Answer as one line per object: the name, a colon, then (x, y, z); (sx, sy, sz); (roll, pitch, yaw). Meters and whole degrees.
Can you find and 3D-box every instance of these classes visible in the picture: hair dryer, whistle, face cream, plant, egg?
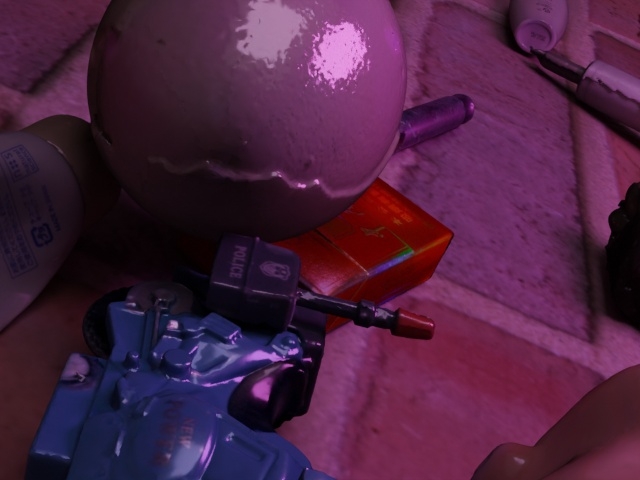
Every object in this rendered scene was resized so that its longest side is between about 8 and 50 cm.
hair dryer: (0.353, -0.121, 1.296); (0.357, 0.108, 0.173); (32, 22, 31)
whistle: (0.086, -0.101, 1.088); (0.033, 0.033, 0.176); (37, 30, 18)
face cream: (-0.190, -0.004, 0.662); (0.114, 0.070, 0.224); (63, 29, -11)
face cream: (0.256, -0.266, 1.475); (0.072, 0.051, 0.182); (20, 29, 1)
plant: (0.277, 0.009, 1.011); (0.094, 0.092, 0.143); (21, 36, 1)
egg: (-0.040, -0.084, 0.710); (0.183, 0.183, 0.217); (21, 30, -10)

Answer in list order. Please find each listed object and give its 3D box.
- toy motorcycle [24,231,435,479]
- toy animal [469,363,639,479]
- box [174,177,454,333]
toy motorcycle: (-0.040, 0.099, 0.578); (0.182, 0.124, 0.272); (13, 31, -4)
toy animal: (0.196, 0.201, 0.532); (0.326, 0.237, 0.269); (40, 20, 17)
box: (0.000, -0.001, 0.840); (0.112, 0.048, 0.175); (38, 31, 19)
